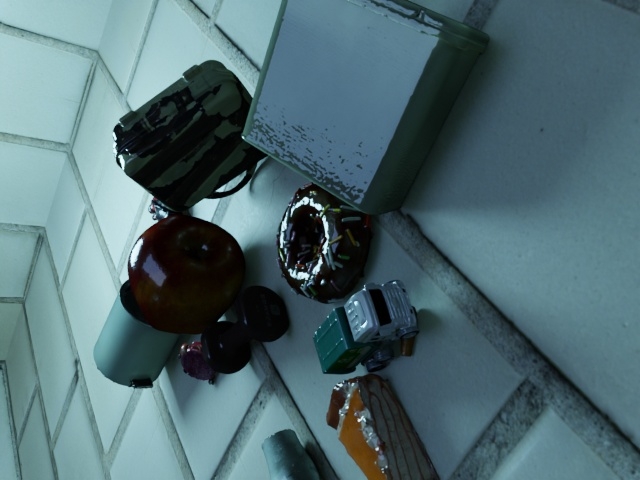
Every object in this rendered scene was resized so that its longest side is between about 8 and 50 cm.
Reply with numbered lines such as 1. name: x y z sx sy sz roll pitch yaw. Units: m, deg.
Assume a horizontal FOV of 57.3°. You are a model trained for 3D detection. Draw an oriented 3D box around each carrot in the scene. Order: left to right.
1. carrot: 0.158 0.163 1.061 0.032 0.032 0.093 7 95 51

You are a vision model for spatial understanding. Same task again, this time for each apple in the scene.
1. apple: -0.339 0.087 1.485 0.288 0.288 0.317 67 149 32

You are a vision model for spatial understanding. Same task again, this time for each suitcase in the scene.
1. suitcase: -0.299 -0.237 1.454 0.351 0.339 0.194 -33 57 6

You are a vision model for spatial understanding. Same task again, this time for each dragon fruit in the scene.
1. dragon fruit: -0.321 0.318 1.588 0.112 0.126 0.068 -60 1 33

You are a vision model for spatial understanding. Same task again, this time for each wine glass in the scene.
1. wine glass: -0.044 0.503 1.203 0.103 0.103 0.222 -57 45 28

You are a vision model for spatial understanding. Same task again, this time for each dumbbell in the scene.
1. dumbbell: -0.184 0.215 1.397 0.225 0.124 0.140 -43 54 39

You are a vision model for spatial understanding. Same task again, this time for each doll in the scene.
1. doll: -0.491 -0.107 1.867 0.248 0.088 0.127 18 119 60

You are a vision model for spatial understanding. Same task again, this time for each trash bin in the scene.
1. trash bin: -0.527 0.267 1.738 0.263 0.217 0.277 -57 48 29

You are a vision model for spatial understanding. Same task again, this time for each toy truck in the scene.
1. toy truck: 0.076 0.169 1.070 0.253 0.124 0.114 119 139 -54

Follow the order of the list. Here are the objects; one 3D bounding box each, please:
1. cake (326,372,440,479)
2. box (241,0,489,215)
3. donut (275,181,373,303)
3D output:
1. cake: 0.111 0.347 1.036 0.287 0.098 0.135 44 117 45
2. box: 0.059 -0.277 1.060 0.351 0.177 0.344 33 114 22
3. donut: 0.000 0.000 1.225 0.269 0.103 0.270 -8 79 51
